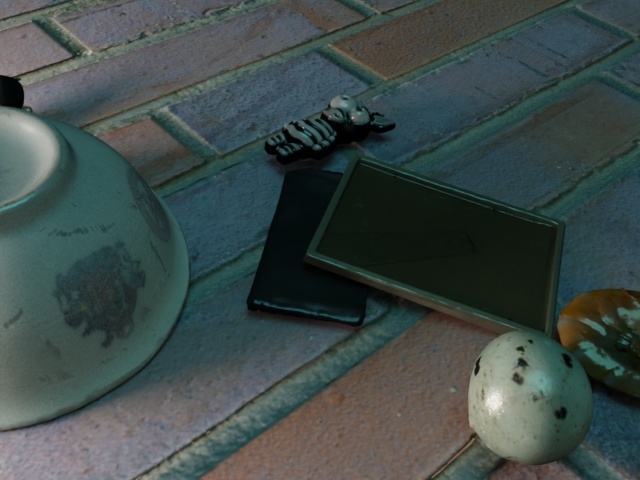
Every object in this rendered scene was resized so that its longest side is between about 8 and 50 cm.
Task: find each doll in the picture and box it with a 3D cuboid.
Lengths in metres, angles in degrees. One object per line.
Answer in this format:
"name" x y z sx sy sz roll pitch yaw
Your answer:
"doll" -0.479 -0.165 1.131 0.102 0.089 0.179 14 67 9
"doll" 0.014 -0.172 1.197 0.219 0.067 0.091 -25 47 -31

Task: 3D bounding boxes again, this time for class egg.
"egg" 0.216 0.161 0.825 0.131 0.131 0.164 5 20 -1

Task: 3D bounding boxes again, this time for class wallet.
"wallet" 0.000 -0.001 1.041 0.146 0.030 0.285 7 43 4

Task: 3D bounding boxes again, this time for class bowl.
"bowl" -0.367 -0.024 0.883 0.434 0.196 0.435 4 47 -4

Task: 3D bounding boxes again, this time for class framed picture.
"framed picture" 0.163 0.002 1.038 0.324 0.020 0.240 18 44 5

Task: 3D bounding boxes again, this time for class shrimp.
"shrimp" 0.426 0.133 0.920 0.287 0.063 0.152 10 45 9
